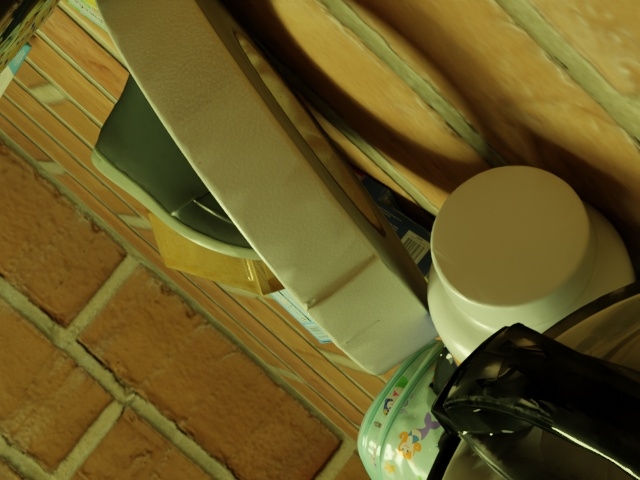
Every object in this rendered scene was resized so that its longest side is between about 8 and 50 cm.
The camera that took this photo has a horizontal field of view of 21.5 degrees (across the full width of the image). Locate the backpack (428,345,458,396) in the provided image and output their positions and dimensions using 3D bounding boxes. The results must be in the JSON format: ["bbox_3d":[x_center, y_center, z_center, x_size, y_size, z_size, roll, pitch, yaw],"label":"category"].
[{"bbox_3d":[0.180,0.116,1.608,0.152,0.115,0.182,23,163,23],"label":"backpack"}]

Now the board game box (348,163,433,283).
[{"bbox_3d":[0.078,0.015,1.694,0.194,0.060,0.194,34,169,32],"label":"board game box"}]

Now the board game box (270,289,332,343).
[{"bbox_3d":[0.022,0.048,1.913,0.160,0.039,0.211,45,149,-25],"label":"board game box"}]

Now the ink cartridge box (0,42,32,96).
[{"bbox_3d":[-0.484,-0.270,2.283,0.143,0.092,0.090,28,-169,-39],"label":"ink cartridge box"}]

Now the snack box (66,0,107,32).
[{"bbox_3d":[-0.207,-0.236,1.702,0.141,0.037,0.100,37,171,18],"label":"snack box"}]

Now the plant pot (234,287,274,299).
[{"bbox_3d":[-0.045,0.019,2.065,0.096,0.109,0.109,25,167,12],"label":"plant pot"}]

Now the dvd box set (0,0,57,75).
[{"bbox_3d":[-0.279,-0.186,1.406,0.062,0.307,0.420,39,170,-9],"label":"dvd box set"}]

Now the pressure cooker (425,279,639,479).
[{"bbox_3d":[0.257,0.221,0.981,0.370,0.375,0.420,-17,132,26],"label":"pressure cooker"}]

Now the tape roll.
[{"bbox_3d":[-0.036,-0.066,1.350,0.392,0.072,0.392,53,-175,-7],"label":"tape roll"}]

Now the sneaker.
[{"bbox_3d":[-0.108,-0.075,1.535,0.222,0.118,0.083,31,-152,18],"label":"sneaker"}]

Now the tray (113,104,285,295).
[{"bbox_3d":[-0.120,-0.062,1.786,0.411,0.076,0.202,8,116,71],"label":"tray"}]

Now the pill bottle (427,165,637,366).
[{"bbox_3d":[0.166,0.055,1.273,0.152,0.152,0.272,34,170,29],"label":"pill bottle"}]

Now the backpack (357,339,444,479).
[{"bbox_3d":[0.157,0.215,1.822,0.191,0.225,0.253,28,162,30],"label":"backpack"}]
